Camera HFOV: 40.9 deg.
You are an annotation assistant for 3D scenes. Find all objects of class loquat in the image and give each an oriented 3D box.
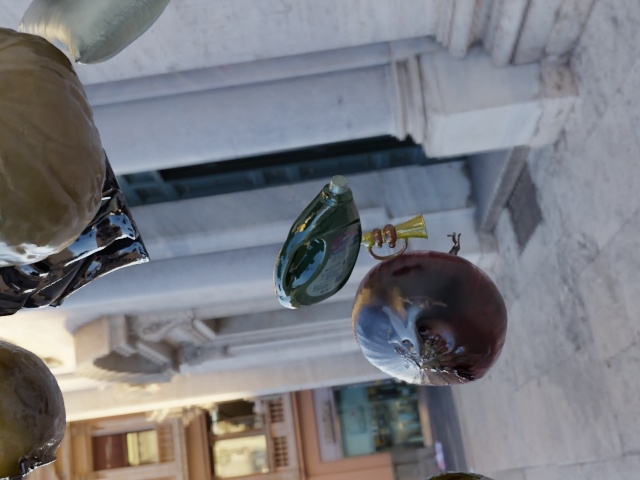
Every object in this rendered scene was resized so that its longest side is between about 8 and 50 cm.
[{"bbox_3d":[-0.503,0.258,1.301,0.193,0.238,0.238,-9,-89,-78],"label":"loquat"}]

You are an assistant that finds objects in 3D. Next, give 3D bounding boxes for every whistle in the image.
[{"bbox_3d":[0.121,-0.005,1.404,0.057,0.109,0.046,61,-166,-57],"label":"whistle"}]

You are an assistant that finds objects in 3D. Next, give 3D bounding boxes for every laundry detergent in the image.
[{"bbox_3d":[0.000,0.000,1.163,0.063,0.137,0.211,49,146,29],"label":"laundry detergent"}]

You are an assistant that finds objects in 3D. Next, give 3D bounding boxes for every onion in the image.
[{"bbox_3d":[0.195,0.120,1.518,0.285,0.273,0.273,-71,-22,-48],"label":"onion"}]

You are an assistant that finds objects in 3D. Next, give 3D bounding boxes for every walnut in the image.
[{"bbox_3d":[-0.300,-0.078,0.769,0.228,0.228,0.228,-8,-90,-88],"label":"walnut"}]

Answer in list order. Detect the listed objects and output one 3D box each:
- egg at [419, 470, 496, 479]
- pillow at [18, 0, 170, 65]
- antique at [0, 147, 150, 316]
[{"bbox_3d":[0.162,0.374,0.923,0.289,0.238,0.238,-84,-13,-62],"label":"egg"},{"bbox_3d":[-0.242,-0.248,0.917,0.254,0.144,0.078,26,151,56],"label":"pillow"},{"bbox_3d":[-0.381,-0.004,1.180,0.322,0.255,0.185,113,136,-73],"label":"antique"}]
